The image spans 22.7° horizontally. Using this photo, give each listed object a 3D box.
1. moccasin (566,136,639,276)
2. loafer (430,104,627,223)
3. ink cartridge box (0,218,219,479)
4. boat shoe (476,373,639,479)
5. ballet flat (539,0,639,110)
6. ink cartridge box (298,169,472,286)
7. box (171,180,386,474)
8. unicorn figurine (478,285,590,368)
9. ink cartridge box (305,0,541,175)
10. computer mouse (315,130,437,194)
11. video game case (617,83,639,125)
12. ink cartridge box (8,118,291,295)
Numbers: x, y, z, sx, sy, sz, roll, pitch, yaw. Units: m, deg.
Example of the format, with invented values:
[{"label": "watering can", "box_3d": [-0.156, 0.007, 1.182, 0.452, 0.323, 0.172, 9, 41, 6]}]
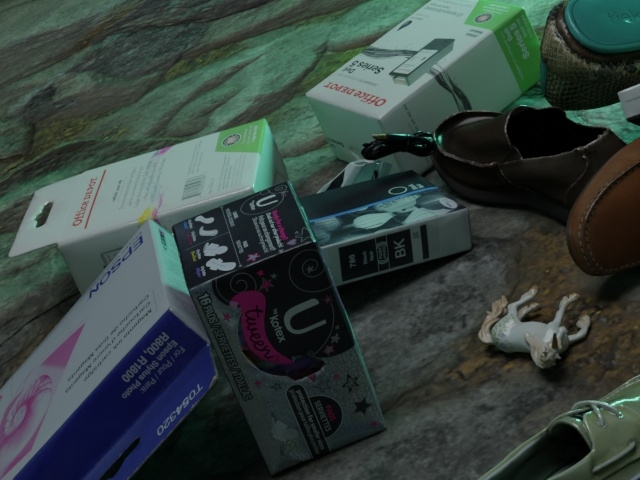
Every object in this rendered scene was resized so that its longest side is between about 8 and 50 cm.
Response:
[{"label": "moccasin", "box_3d": [0.442, -0.063, 1.739, 0.380, 0.139, 0.147, -20, 17, -14]}, {"label": "loafer", "box_3d": [0.263, -0.119, 1.957, 0.134, 0.130, 0.366, -36, 30, -24]}, {"label": "ink cartridge box", "box_3d": [-0.255, 0.169, 1.750, 0.324, 0.071, 0.330, -48, 23, 11]}, {"label": "boat shoe", "box_3d": [0.248, 0.196, 1.445, 0.302, 0.094, 0.109, -38, 31, -26]}, {"label": "ballet flat", "box_3d": [0.485, -0.259, 1.974, 0.483, 0.182, 0.164, -15, 61, -14]}, {"label": "ink cartridge box", "box_3d": [0.000, 0.000, 1.934, 0.333, 0.065, 0.165, -16, 26, -18]}, {"label": "box", "box_3d": [-0.041, 0.091, 1.682, 0.142, 0.247, 0.163, -23, 28, -1]}, {"label": "unicorn figurine", "box_3d": [0.233, 0.096, 1.687, 0.162, 0.060, 0.111, -14, 24, 52]}, {"label": "ink cartridge box", "box_3d": [0.148, -0.218, 2.215, 0.273, 0.114, 0.198, -38, 30, -18]}, {"label": "computer mouse", "box_3d": [0.060, -0.077, 2.064, 0.106, 0.042, 0.193, -6, -27, -39]}, {"label": "video game case", "box_3d": [0.472, -0.181, 1.859, 0.210, 0.042, 0.232, -20, -8, 21]}, {"label": "ink cartridge box", "box_3d": [-0.227, -0.027, 2.171, 0.353, 0.119, 0.207, -15, 29, 12]}]
